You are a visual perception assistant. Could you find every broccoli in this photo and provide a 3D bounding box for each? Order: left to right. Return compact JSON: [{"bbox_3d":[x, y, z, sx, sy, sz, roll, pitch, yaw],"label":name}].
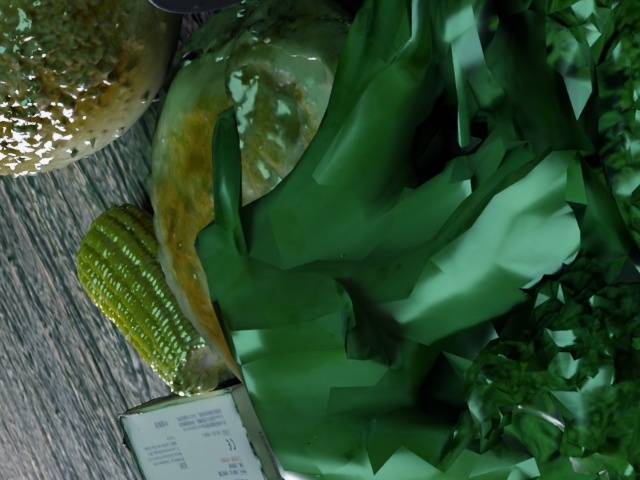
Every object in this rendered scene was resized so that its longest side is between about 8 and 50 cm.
[{"bbox_3d":[0.107,-0.020,0.793,0.310,0.321,0.413,-22,90,30],"label":"broccoli"}]

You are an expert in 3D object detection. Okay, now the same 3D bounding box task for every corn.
[{"bbox_3d":[-0.117,0.043,1.384,0.085,0.063,0.165,-53,48,14],"label":"corn"}]

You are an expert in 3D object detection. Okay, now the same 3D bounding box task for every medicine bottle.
[{"bbox_3d":[-0.064,0.188,1.429,0.201,0.052,0.171,-22,92,59],"label":"medicine bottle"}]

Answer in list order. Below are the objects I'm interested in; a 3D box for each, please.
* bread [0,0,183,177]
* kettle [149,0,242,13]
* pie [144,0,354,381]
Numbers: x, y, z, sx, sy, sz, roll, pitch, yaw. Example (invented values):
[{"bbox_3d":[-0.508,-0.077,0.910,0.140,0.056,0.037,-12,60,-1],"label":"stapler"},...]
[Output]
[{"bbox_3d":[-0.223,-0.184,1.260,0.306,0.159,0.305,12,113,30],"label":"bread"},{"bbox_3d":[-0.060,-0.278,1.019,0.221,0.161,0.236,-40,72,30],"label":"kettle"},{"bbox_3d":[-0.001,0.000,1.177,0.339,0.077,0.339,35,137,42],"label":"pie"}]
